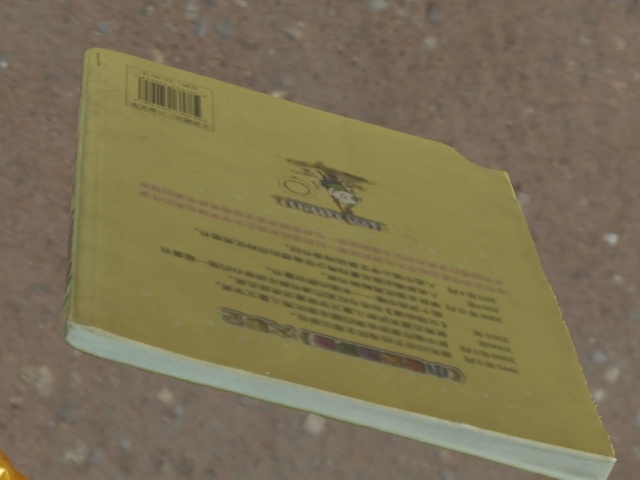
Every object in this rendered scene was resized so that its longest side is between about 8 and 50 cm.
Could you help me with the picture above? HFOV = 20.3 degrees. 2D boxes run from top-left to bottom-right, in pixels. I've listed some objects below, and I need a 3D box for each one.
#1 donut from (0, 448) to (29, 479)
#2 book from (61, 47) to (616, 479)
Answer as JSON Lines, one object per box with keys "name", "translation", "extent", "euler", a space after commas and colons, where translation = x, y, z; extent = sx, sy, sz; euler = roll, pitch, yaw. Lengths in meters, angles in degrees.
{"name": "donut", "translation": [-0.245, 0.173, 0.755], "extent": [0.278, 0.108, 0.277], "euler": [1, 108, 3]}
{"name": "book", "translation": [0.000, 0.000, 0.584], "extent": [0.168, 0.192, 0.013], "euler": [16, 117, -13]}
